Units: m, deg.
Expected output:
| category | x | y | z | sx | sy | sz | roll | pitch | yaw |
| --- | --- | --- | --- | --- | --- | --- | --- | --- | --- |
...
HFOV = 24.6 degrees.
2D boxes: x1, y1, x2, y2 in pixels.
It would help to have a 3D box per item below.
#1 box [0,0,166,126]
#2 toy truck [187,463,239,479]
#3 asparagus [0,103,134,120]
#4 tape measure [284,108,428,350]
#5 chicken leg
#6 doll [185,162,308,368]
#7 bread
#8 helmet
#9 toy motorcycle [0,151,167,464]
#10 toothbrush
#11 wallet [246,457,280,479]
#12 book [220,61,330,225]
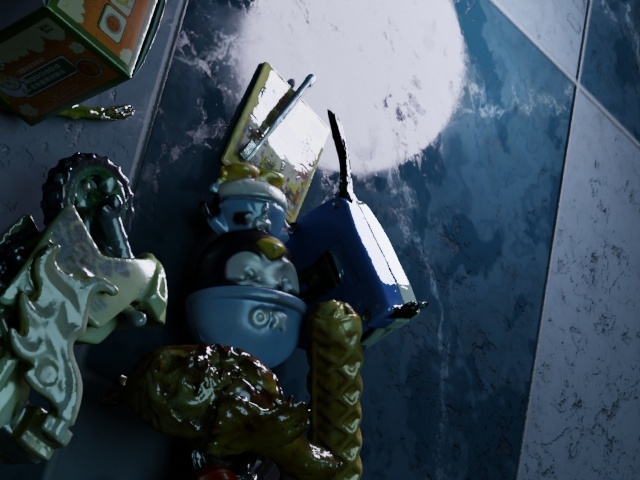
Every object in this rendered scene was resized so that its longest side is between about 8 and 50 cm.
| category | x | y | z | sx | sy | sz | roll | pitch | yaw |
| --- | --- | --- | --- | --- | --- | --- | --- | --- | --- |
| box | -0.308 | -0.264 | 1.751 | 0.148 | 0.195 | 0.177 | 39 | 48 | -34 |
| toy truck | -0.159 | 0.433 | 1.849 | 0.265 | 0.189 | 0.239 | -8 | 124 | -33 |
| asparagus | -0.328 | -0.169 | 1.867 | 0.248 | 0.025 | 0.024 | 1 | 41 | -50 |
| tape measure | 0.000 | 0.000 | 2.120 | 0.098 | 0.215 | 0.351 | 8 | 52 | -50 |
| chicken leg | -0.083 | 0.223 | 1.847 | 0.361 | 0.211 | 0.140 | 28 | 72 | -37 |
| doll | -0.099 | 0.051 | 2.014 | 0.177 | 0.141 | 0.314 | 12 | 68 | -32 |
| bread | 0.018 | 0.255 | 2.034 | 0.077 | 0.084 | 0.367 | -2 | 107 | -9 |
| helmet | -0.145 | 0.286 | 1.970 | 0.123 | 0.070 | 0.098 | -24 | 93 | -53 |
| toy motorcycle | -0.324 | 0.090 | 1.724 | 0.237 | 0.169 | 0.410 | 53 | 52 | -22 |
| toothbrush | -0.062 | -0.184 | 2.173 | 0.019 | 0.016 | 0.219 | 53 | 48 | -18 |
| wallet | -0.035 | 0.413 | 2.104 | 0.149 | 0.044 | 0.250 | -48 | 119 | -47 |
| book | -0.065 | -0.143 | 2.185 | 0.168 | 0.013 | 0.192 | 45 | 51 | -35 |
